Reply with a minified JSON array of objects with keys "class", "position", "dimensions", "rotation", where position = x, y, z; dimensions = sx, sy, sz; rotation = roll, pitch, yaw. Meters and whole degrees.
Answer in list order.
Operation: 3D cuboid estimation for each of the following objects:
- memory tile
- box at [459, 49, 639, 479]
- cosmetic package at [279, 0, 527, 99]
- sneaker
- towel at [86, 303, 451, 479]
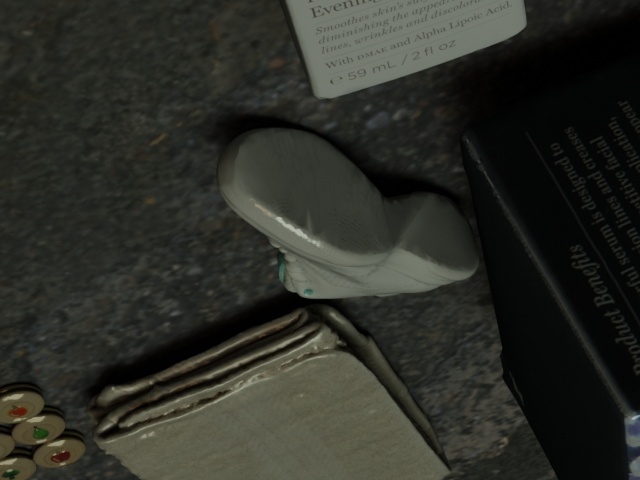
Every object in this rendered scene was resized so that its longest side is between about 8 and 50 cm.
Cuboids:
[{"class":"memory tile","position":[-0.240,0.145,1.210],"dimensions":[0.148,0.012,0.113],"rotation":[-21,146,3]},{"class":"box","position":[0.314,0.011,1.078],"dimensions":[0.395,0.212,0.293],"rotation":[-24,146,-3]},{"class":"cosmetic package","position":[0.020,-0.176,0.821],"dimensions":[0.117,0.085,0.231],"rotation":[-20,147,1]},{"class":"sneaker","position":[0.000,0.000,1.074],"dimensions":[0.094,0.080,0.212],"rotation":[-27,148,32]},{"class":"towel","position":[-0.030,0.139,1.274],"dimensions":[0.187,0.049,0.282],"rotation":[-23,147,8]}]
